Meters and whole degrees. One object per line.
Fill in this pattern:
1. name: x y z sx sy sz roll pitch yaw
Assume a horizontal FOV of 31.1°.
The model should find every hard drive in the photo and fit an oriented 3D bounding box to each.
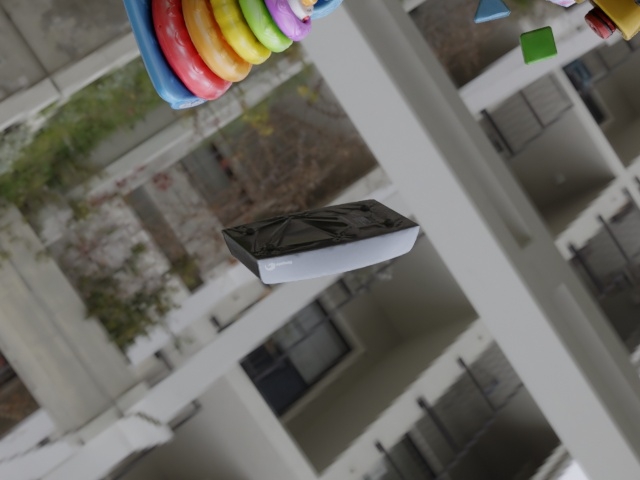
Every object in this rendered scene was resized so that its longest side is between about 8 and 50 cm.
1. hard drive: 0.000 0.000 1.698 0.255 0.054 0.172 -12 -159 -21

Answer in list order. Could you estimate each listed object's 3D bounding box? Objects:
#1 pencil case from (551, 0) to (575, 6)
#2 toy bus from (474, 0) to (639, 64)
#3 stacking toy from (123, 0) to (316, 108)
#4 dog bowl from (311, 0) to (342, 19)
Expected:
1. pencil case: 0.217 -0.383 1.418 0.113 0.273 0.124 -165 -90 -71
2. toy bus: 0.224 -0.235 0.904 0.202 0.190 0.104 1 -172 7
3. stacking toy: -0.072 -0.286 1.408 0.302 0.165 0.175 -19 -176 20
4. dog bowl: -0.084 -0.510 2.106 0.074 0.297 0.165 -109 -141 -76
